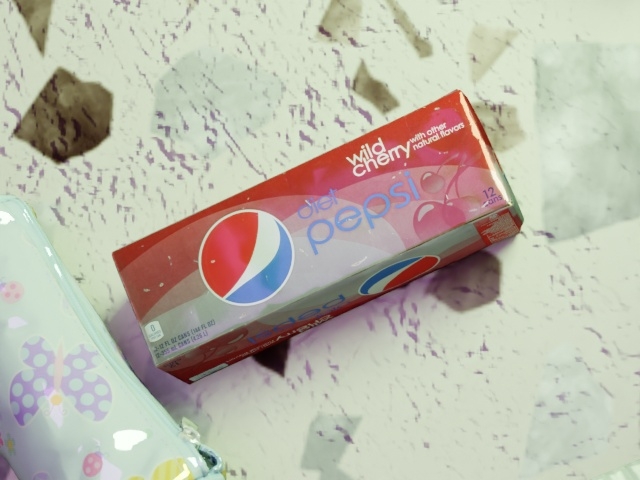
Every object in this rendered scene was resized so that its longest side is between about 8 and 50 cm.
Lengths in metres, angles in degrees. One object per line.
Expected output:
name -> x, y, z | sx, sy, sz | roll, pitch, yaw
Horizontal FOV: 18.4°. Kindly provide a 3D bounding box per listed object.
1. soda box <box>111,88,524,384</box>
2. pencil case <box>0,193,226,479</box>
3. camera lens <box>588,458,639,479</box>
soda box -> 0.000, 0.000, 1.336 | 0.263, 0.083, 0.092 | -24, 73, 6
pencil case -> -0.177, 0.097, 1.333 | 0.273, 0.113, 0.124 | 50, 129, 21
camera lens -> 0.199, 0.286, 1.146 | 0.219, 0.219, 0.274 | -28, 72, 5
